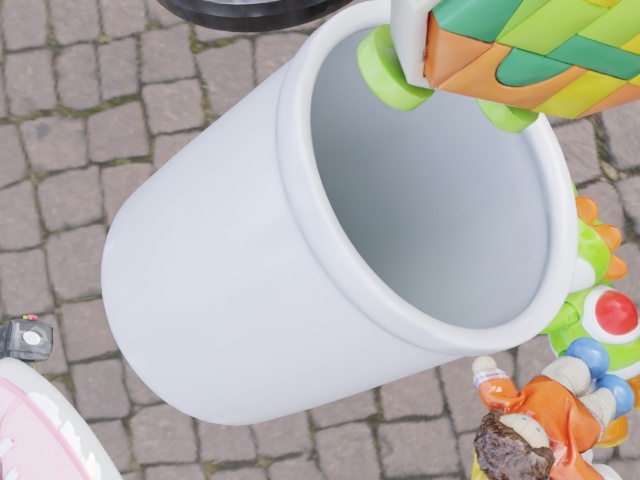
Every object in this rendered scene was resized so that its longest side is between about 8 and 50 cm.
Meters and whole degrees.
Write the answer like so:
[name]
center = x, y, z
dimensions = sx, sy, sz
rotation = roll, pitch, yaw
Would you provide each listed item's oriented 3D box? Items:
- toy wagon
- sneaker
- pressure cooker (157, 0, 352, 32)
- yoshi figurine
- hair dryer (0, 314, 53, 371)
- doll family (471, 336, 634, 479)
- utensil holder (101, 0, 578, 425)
[toy wagon]
center = 0.141, -0.156, 0.618
dimensions = 0.267, 0.344, 0.068
rotation = -35, 64, 39
[sneaker]
center = -0.103, 0.109, 0.389
dimensions = 0.134, 0.070, 0.051
rotation = 53, 150, 13
[pressure cooker]
center = -0.090, -0.463, 1.340
dimensions = 0.370, 0.420, 0.375
rotation = 34, 64, 29
[yoshi figurine]
center = 0.307, 0.080, 1.425
dimensions = 0.203, 0.203, 0.362
rotation = -20, 108, 7
[hair dryer]
center = -0.343, 0.143, 0.879
dimensions = 0.293, 0.080, 0.224
rotation = 1, 60, 51
[doll family]
center = 0.148, 0.179, 0.540
dimensions = 0.263, 0.163, 0.118
rotation = 44, 121, 17
[utensil holder]
center = 0.000, 0.000, 1.078
dimensions = 0.385, 0.327, 0.328
rotation = -30, 82, 47
